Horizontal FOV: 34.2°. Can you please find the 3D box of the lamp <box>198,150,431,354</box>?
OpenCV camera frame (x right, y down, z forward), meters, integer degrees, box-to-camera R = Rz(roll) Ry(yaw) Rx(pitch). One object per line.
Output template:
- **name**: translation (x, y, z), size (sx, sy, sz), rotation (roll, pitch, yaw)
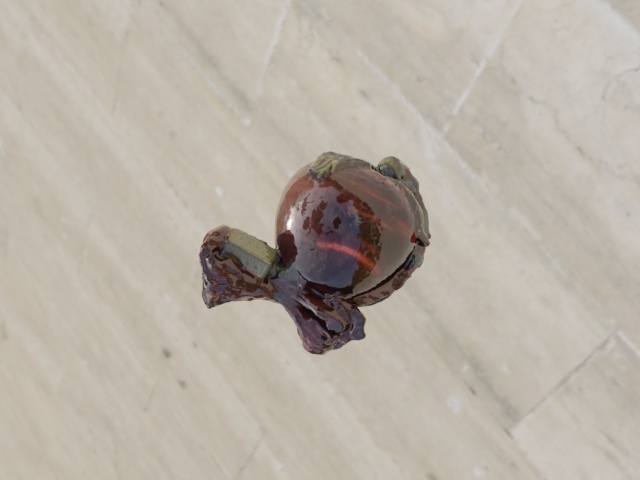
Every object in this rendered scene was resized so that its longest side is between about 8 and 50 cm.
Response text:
- **lamp**: translation (0.004, -0.006, 1.079), size (0.215, 0.223, 0.151), rotation (29, 151, -2)
